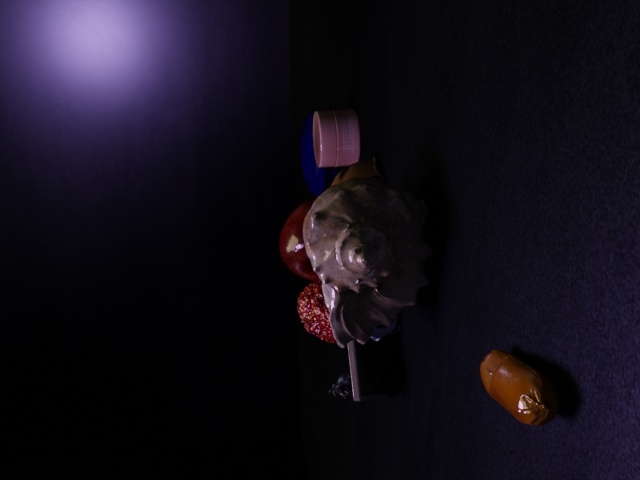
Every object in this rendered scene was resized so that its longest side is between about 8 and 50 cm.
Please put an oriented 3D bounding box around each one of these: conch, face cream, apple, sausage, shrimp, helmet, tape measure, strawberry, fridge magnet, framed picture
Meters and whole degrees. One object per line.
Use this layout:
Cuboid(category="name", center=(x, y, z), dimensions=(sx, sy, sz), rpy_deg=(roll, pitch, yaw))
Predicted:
Cuboid(category="conch", center=(0.098, 0.036, 1.231), dimensions=(0.352, 0.210, 0.297), rpy_deg=(-18, -65, -69))
Cuboid(category="face cream", center=(0.041, -0.267, 1.814), dimensions=(0.149, 0.104, 0.149), rpy_deg=(176, 90, -82))
Cuboid(category="apple", center=(0.000, 0.000, 1.860), dimensions=(0.201, 0.218, 0.218), rpy_deg=(-96, 6, -51))
Cuboid(category="sausage", center=(0.228, 0.170, 0.802), dimensions=(0.062, 0.054, 0.183), rpy_deg=(-62, 5, -1))
Cuboid(category="shrimp", center=(0.064, 0.450, 2.162), dimensions=(0.174, 0.082, 0.076), rpy_deg=(86, 174, -84))
Cuboid(category="helmet", center=(0.075, -0.077, 1.577), dimensions=(0.198, 0.130, 0.224), rpy_deg=(116, 151, -69))
Cuboid(category="tape measure", center=(0.122, 0.166, 1.467), dimensions=(0.054, 0.094, 0.091), rpy_deg=(-179, 84, -69))
Cuboid(category="strawberry", center=(0.035, 0.198, 1.893), dimensions=(0.201, 0.184, 0.187), rpy_deg=(-146, 48, -69))
Cuboid(category="fridge magnet", center=(-0.005, -0.271, 2.145), dimensions=(0.265, 0.112, 0.266), rpy_deg=(175, 90, -82))
Cuboid(category="framed picture", center=(0.100, 0.197, 1.566), dimensions=(0.240, 0.020, 0.324), rpy_deg=(25, -123, -68))

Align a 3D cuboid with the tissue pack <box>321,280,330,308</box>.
Cuboid(category="tissue pack", center=(0.068, 0.129, 1.684), dimensions=(0.170, 0.090, 0.103), rpy_deg=(35, -134, -63))
